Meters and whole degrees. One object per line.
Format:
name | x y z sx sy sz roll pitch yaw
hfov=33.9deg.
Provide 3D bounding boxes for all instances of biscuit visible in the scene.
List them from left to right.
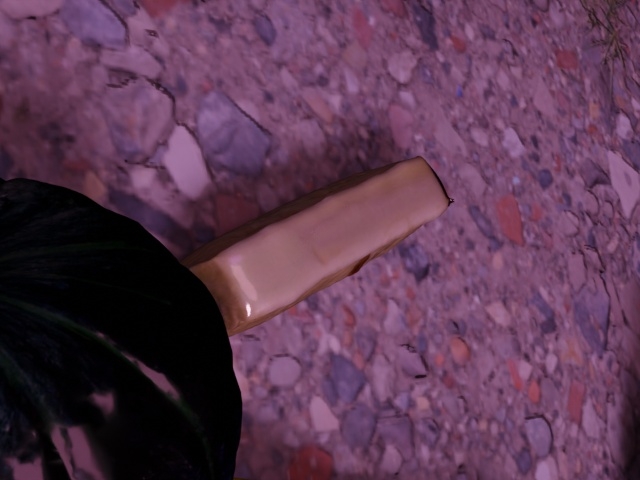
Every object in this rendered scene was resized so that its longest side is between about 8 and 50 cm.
biscuit | 0.000 0.000 0.571 0.188 0.056 0.052 -29 95 -44

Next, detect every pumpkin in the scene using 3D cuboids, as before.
pumpkin | -0.120 0.058 0.359 0.150 0.194 0.194 66 36 -44

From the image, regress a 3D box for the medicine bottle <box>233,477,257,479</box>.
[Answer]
medicine bottle | 0.011 0.176 0.500 0.309 0.076 0.111 17 66 -37
